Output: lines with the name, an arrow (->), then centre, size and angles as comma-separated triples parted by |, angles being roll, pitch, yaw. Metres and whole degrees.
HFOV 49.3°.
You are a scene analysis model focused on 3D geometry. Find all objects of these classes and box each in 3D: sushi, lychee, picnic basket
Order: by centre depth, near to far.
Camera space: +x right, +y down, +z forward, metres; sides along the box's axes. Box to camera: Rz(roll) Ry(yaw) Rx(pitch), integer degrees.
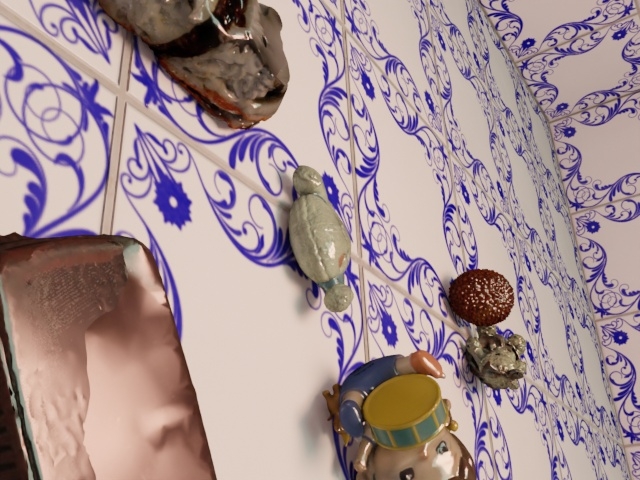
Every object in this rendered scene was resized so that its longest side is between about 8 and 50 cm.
picnic basket -> -0.180, 0.123, 0.468 | 0.222, 0.129, 0.297 | -8, 80, -61
sushi -> -0.136, -0.257, 0.770 | 0.332, 0.130, 0.124 | 43, 39, -44
lychee -> 0.316, 0.114, 1.385 | 0.129, 0.123, 0.123 | 0, 72, -35

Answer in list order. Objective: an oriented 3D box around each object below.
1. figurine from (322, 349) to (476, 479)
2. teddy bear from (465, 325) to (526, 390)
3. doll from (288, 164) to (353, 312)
figurine -> 0.118, 0.277, 0.884 | 0.158, 0.161, 0.276 | 32, -29, 62
teddy bear -> 0.339, 0.244, 1.373 | 0.133, 0.111, 0.213 | 27, 20, 5
doll -> 0.000, 0.000, 0.933 | 0.103, 0.071, 0.214 | 47, 25, -64
